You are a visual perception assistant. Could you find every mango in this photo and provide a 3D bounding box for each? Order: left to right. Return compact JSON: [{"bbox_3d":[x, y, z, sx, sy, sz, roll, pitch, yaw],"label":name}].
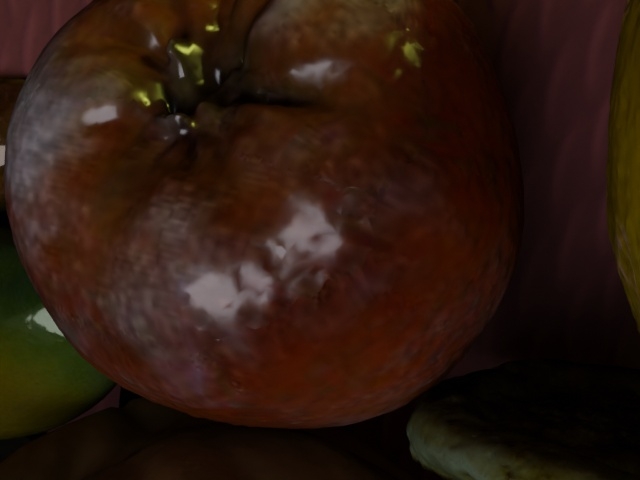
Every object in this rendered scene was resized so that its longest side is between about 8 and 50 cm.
[{"bbox_3d":[-0.195,0.053,1.013,0.237,0.091,0.137,8,134,28],"label":"mango"}]

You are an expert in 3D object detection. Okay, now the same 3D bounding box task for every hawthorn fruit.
[{"bbox_3d":[-0.007,-0.026,0.856,0.235,0.263,0.231,11,93,50],"label":"hawthorn fruit"}]

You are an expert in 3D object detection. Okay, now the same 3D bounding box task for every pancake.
[{"bbox_3d":[0.156,0.097,0.842,0.254,0.253,0.037,10,99,15],"label":"pancake"}]

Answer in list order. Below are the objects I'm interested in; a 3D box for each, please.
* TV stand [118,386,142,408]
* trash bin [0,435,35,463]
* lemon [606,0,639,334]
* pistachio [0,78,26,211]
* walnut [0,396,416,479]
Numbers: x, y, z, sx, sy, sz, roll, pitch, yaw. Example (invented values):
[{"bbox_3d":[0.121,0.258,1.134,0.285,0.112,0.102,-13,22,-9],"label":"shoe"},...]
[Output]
[{"bbox_3d":[-0.091,0.117,1.062,0.040,0.049,0.256,14,121,11],"label":"TV stand"},{"bbox_3d":[-0.257,0.237,1.093,0.220,0.219,0.250,31,117,19],"label":"trash bin"},{"bbox_3d":[0.264,-0.032,0.684,0.348,0.348,0.348,9,120,16],"label":"lemon"},{"bbox_3d":[-0.207,-0.047,1.015,0.173,0.049,0.089,11,122,15],"label":"pistachio"},{"bbox_3d":[-0.038,0.275,0.901,0.384,0.383,0.383,9,120,16],"label":"walnut"}]
